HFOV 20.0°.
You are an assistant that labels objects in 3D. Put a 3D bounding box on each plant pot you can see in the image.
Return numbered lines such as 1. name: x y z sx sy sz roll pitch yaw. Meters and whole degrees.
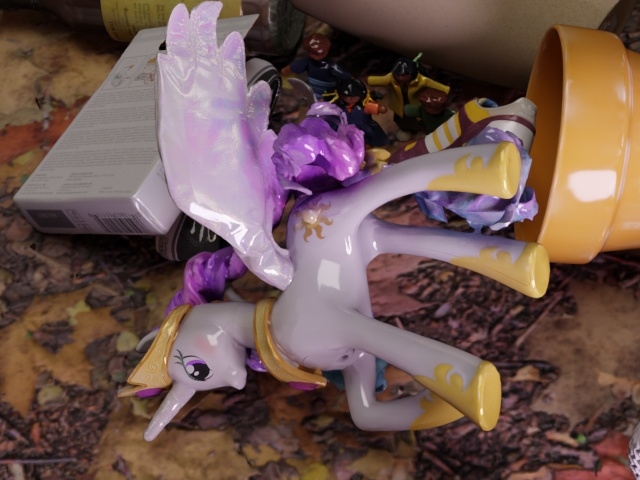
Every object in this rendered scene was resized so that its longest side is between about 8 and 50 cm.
1. plant pot: 0.279 -0.074 1.569 0.188 0.205 0.205 7 51 -3
2. plant pot: 0.154 -0.258 1.725 0.274 0.256 0.256 34 63 13

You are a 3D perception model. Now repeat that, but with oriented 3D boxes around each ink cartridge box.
1. ink cartridge box: -0.160 -0.106 1.705 0.189 0.066 0.232 0 45 46

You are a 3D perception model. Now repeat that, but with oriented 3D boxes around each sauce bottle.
1. sauce bottle: -0.190 -0.255 1.849 0.344 0.111 0.111 7 53 16

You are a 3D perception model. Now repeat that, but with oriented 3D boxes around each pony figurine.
1. pony figurine: 0.000 0.000 1.506 0.363 0.303 0.351 0 76 29

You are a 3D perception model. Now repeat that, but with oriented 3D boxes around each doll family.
1. doll family: 0.051 -0.133 1.702 0.193 0.111 0.076 3 52 14

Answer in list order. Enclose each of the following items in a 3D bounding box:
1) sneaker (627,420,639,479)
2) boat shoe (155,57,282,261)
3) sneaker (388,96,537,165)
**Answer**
1. sneaker: 0.436 0.132 1.392 0.366 0.137 0.210 11 56 22
2. boat shoe: -0.075 -0.071 1.700 0.076 0.080 0.228 17 57 16
3. sneaker: 0.130 -0.083 1.627 0.185 0.069 0.084 -1 61 58
